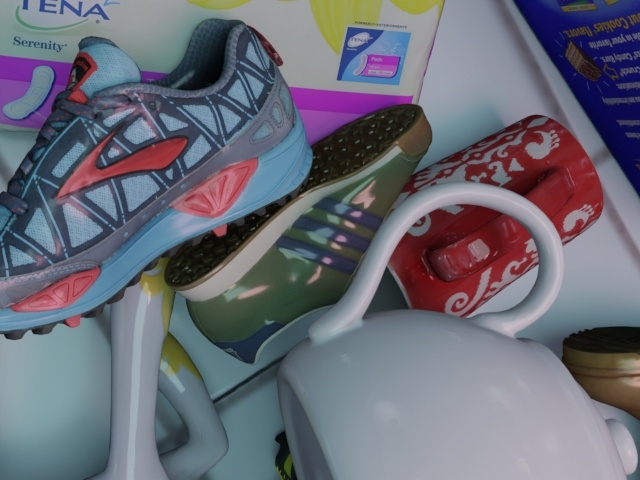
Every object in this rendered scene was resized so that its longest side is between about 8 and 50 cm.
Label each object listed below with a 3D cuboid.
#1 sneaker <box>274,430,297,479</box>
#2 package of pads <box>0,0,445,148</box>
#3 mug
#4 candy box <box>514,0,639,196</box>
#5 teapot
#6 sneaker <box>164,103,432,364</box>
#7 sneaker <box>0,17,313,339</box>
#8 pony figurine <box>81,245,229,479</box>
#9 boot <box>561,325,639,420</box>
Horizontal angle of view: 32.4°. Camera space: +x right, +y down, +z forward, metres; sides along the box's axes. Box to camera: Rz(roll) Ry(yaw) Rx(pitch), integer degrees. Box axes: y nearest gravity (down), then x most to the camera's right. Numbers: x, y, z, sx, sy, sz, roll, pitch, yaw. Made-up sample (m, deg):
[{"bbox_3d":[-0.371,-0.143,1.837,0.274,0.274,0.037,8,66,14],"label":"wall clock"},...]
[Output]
[{"bbox_3d":[-0.013,0.162,0.763,0.035,0.083,0.031,-24,125,15],"label":"sneaker"},{"bbox_3d":[-0.066,-0.174,0.672,0.296,0.101,0.229,3,122,-16],"label":"package of pads"},{"bbox_3d":[0.112,-0.003,0.754,0.169,0.150,0.113,-30,123,-16],"label":"mug"},{"bbox_3d":[0.249,-0.151,0.716,0.122,0.268,0.317,-35,101,-7],"label":"candy box"},{"bbox_3d":[0.092,0.139,0.632,0.187,0.256,0.253,-18,54,-10],"label":"teapot"},{"bbox_3d":[0.000,0.000,0.679,0.192,0.064,0.086,-37,121,-18],"label":"sneaker"},{"bbox_3d":[-0.126,-0.045,0.595,0.262,0.104,0.125,-33,120,-34],"label":"sneaker"},{"bbox_3d":[-0.172,0.201,0.642,0.351,0.303,0.364,-16,81,-22],"label":"pony figurine"},{"bbox_3d":[0.266,0.200,0.805,0.236,0.089,0.270,2,92,-33],"label":"boot"}]
